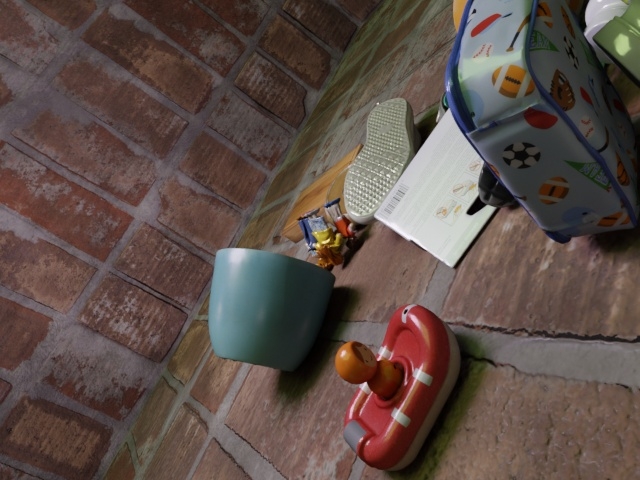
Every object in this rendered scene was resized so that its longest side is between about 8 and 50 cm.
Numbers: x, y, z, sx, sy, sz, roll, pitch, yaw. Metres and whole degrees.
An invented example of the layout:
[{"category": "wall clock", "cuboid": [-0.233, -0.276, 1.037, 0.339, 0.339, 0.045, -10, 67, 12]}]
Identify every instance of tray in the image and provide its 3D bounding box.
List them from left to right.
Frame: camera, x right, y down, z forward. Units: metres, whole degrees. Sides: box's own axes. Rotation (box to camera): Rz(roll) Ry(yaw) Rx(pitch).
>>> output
[{"category": "tray", "cuboid": [0.016, -0.148, 1.612, 0.410, 0.076, 0.203, -32, 30, 55]}]

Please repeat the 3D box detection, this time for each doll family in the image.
[{"category": "doll family", "cuboid": [0.000, 0.000, 1.273, 0.118, 0.163, 0.263, -29, 5, -24]}]

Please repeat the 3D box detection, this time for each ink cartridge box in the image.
[{"category": "ink cartridge box", "cuboid": [0.260, -0.102, 0.902, 0.275, 0.060, 0.239, -55, 41, 6]}]

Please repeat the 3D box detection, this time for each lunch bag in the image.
[{"category": "lunch bag", "cuboid": [0.275, -0.155, 0.564, 0.114, 0.303, 0.243, -18, 41, 43]}]

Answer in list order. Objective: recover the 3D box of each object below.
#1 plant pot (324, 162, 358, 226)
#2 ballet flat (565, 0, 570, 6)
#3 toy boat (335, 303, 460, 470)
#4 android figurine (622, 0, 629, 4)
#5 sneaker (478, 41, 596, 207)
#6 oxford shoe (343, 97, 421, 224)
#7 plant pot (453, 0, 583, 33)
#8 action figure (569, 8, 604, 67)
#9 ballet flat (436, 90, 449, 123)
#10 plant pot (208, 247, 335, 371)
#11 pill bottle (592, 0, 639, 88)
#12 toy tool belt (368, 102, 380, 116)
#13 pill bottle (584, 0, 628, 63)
[{"category": "plant pot", "cuboid": [0.097, -0.142, 1.318, 0.236, 0.032, 0.237, -28, 42, 28]}, {"category": "ballet flat", "cuboid": [0.337, -0.364, 0.893, 0.124, 0.116, 0.342, -29, -17, -26]}, {"category": "toy boat", "cuboid": [0.088, 0.193, 0.683, 0.231, 0.151, 0.151, -60, 18, -8]}, {"category": "android figurine", "cuboid": [0.453, -0.410, 0.530, 0.273, 0.247, 0.056, 88, 166, -54]}, {"category": "sneaker", "cuboid": [0.332, -0.176, 0.746, 0.106, 0.101, 0.268, -66, 0, -69]}, {"category": "oxford shoe", "cuboid": [0.169, -0.189, 1.173, 0.168, 0.130, 0.450, -9, 41, 25]}, {"category": "plant pot", "cuboid": [0.411, -0.486, 0.965, 0.205, 0.205, 0.188, -56, 33, 2]}, {"category": "action figure", "cuboid": [0.431, -0.310, 0.799, 0.137, 0.063, 0.233, -21, 43, 57]}, {"category": "ballet flat", "cuboid": [0.293, -0.275, 1.091, 0.068, 0.072, 0.213, -50, 18, 42]}, {"category": "plant pot", "cuboid": [-0.129, 0.174, 1.112, 0.293, 0.292, 0.236, -21, 54, 62]}, {"category": "pill bottle", "cuboid": [0.461, -0.296, 0.480, 0.323, 0.181, 0.182, -45, 21, 32]}, {"category": "toy tool belt", "cuboid": [0.198, -0.451, 1.684, 0.083, 0.051, 0.052, -36, 27, 50]}, {"category": "pill bottle", "cuboid": [0.464, -0.361, 0.711, 0.180, 0.107, 0.108, -62, 18, -14]}]
